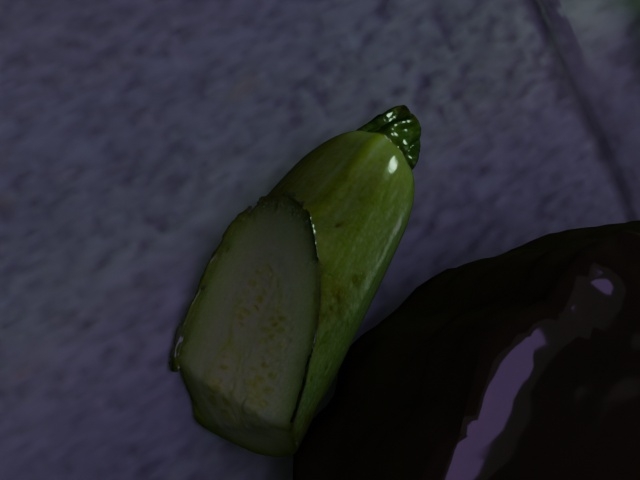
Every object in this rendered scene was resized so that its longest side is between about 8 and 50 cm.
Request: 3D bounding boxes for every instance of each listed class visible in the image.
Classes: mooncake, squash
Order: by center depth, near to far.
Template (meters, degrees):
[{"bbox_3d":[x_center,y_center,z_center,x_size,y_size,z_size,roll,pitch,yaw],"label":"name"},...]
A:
[{"bbox_3d":[0.143,0.148,0.707,0.324,0.187,0.324,2,85,-24],"label":"mooncake"},{"bbox_3d":[-0.003,-0.001,0.717,0.075,0.090,0.200,38,63,-21],"label":"squash"}]
